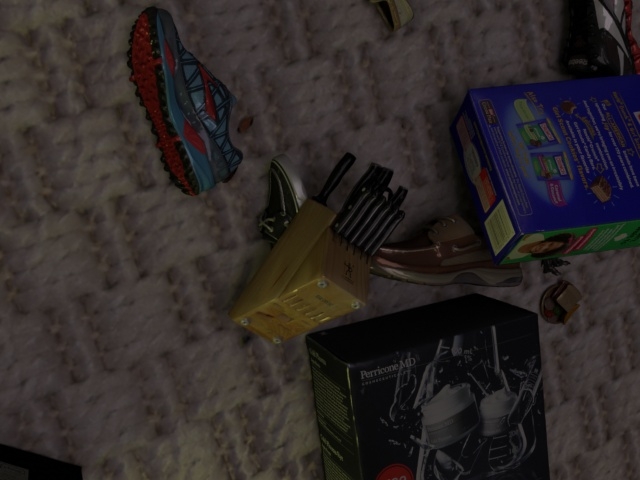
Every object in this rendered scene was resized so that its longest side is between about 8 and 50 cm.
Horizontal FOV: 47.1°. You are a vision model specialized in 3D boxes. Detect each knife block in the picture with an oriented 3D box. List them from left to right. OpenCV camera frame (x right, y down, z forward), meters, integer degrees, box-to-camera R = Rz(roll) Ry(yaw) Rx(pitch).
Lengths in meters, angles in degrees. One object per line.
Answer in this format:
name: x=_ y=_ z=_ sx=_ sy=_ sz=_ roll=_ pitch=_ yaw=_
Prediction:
knife block: x=0.000 y=0.000 z=1.080 sx=0.088 sy=0.276 sz=0.242 roll=36 pitch=44 yaw=-30

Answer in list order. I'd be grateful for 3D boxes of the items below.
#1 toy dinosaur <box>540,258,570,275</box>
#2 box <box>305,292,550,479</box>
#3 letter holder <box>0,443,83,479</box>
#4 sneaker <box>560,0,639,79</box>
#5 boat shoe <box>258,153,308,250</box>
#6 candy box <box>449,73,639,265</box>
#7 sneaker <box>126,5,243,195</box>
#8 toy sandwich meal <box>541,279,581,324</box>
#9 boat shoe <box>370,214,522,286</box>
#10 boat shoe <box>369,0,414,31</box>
toy dinosaur: x=0.413 y=-0.004 z=1.305 sx=0.268 sy=0.064 sz=0.118 roll=-15 pitch=101 yaw=-41
box: x=0.177 y=0.283 z=1.206 sx=0.343 sy=0.179 sz=0.312 roll=-12 pitch=101 yaw=-21
letter holder: x=-0.496 y=0.384 z=0.962 sx=0.302 sy=0.152 sz=0.214 roll=26 pitch=89 yaw=-23
sneaker: x=0.477 y=-0.361 z=1.277 sx=0.135 sy=0.097 sz=0.276 roll=-32 pitch=110 yaw=-17
boat shoe: x=-0.055 y=-0.020 z=1.122 sx=0.070 sy=0.078 sz=0.219 roll=-17 pitch=105 yaw=-20
candy box: x=0.403 y=-0.119 z=1.187 sx=0.317 sy=0.122 sz=0.268 roll=-7 pitch=66 yaw=-12
sneaker: x=-0.186 y=-0.203 z=1.046 sx=0.125 sy=0.104 sz=0.262 roll=-27 pitch=112 yaw=-35
toy sandwich meal: x=0.452 y=0.119 z=1.374 sx=0.086 sy=0.029 sz=0.085 roll=-3 pitch=99 yaw=-22
boat shoe: x=0.199 y=0.014 z=1.216 sx=0.324 sy=0.123 sz=0.116 roll=3 pitch=92 yaw=-32
boat shoe: x=0.094 y=-0.385 z=1.141 sx=0.045 sy=0.050 sz=0.135 roll=-46 pitch=117 yaw=-8
